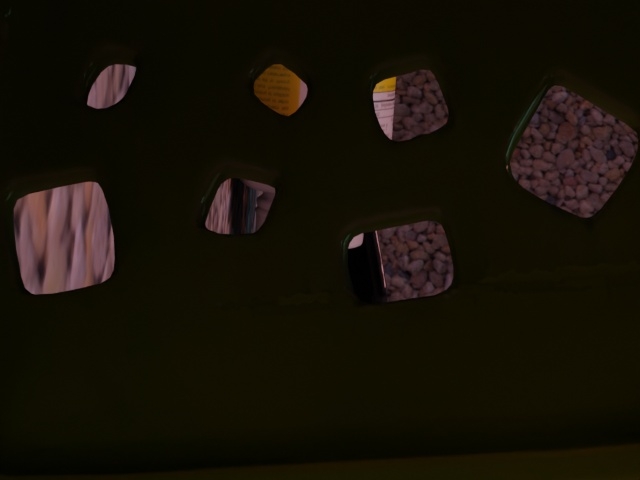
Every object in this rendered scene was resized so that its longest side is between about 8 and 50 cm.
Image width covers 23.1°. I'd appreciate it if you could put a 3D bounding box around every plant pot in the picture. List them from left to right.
[{"bbox_3d":[0.017,-0.084,0.264,0.228,0.227,0.207,89,-2,-62],"label":"plant pot"}]

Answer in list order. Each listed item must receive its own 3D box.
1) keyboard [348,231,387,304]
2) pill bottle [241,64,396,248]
[{"bbox_3d":[-0.003,-0.070,1.337,0.201,0.033,0.317,145,-61,-63],"label":"keyboard"},{"bbox_3d":[-0.003,-0.105,1.181,0.117,0.117,0.215,-77,171,-80],"label":"pill bottle"}]
